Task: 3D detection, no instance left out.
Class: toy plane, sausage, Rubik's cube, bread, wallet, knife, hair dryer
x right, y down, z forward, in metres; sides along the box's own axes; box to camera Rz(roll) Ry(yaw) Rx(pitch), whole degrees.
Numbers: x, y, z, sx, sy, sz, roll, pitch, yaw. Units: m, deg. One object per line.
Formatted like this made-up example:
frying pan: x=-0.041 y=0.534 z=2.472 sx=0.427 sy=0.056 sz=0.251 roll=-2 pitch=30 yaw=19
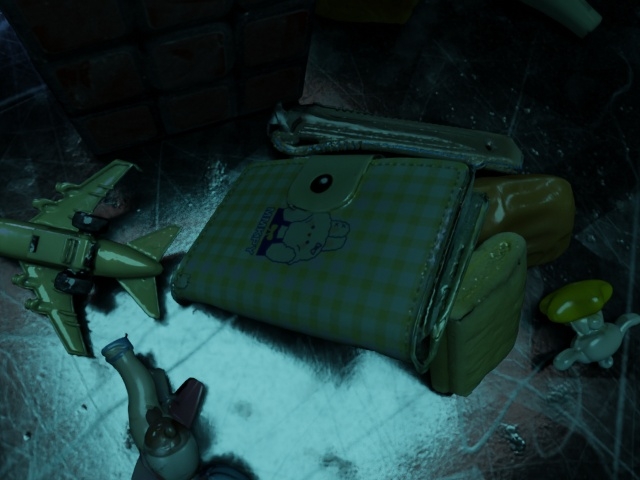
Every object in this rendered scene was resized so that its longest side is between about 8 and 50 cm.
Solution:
toy plane: x=-0.289 y=0.010 z=0.576 sx=0.244 sy=0.092 sz=0.228 roll=13 pitch=85 yaw=-7
sausage: x=0.207 y=-0.015 z=0.634 sx=0.241 sy=0.136 sz=0.120 roll=-11 pitch=67 yaw=-16
Rubik's cube: x=-0.194 y=-0.325 z=0.582 sx=0.304 sy=0.305 sz=0.301 roll=-19 pitch=77 yaw=-15
bread: x=0.068 y=-0.402 z=0.729 sx=0.158 sy=0.143 sz=0.149 roll=8 pitch=77 yaw=-5
wallet: x=0.000 y=0.000 z=0.551 sx=0.310 sy=0.077 sz=0.223 roll=10 pitch=66 yaw=33
bread: x=0.176 y=0.089 z=0.569 sx=0.139 sy=0.178 sz=0.060 roll=-38 pitch=50 yaw=-16
knife: x=0.107 y=-0.134 z=0.704 sx=0.365 sy=0.043 sz=0.089 roll=6 pitch=72 yaw=-8
hair dryer: x=0.381 y=-0.428 z=0.830 sx=0.225 sy=0.088 sz=0.219 roll=-34 pitch=86 yaw=-32

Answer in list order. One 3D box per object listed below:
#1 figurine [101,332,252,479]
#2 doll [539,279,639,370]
figurine: x=-0.135 y=0.204 z=0.503 sx=0.103 sy=0.205 sz=0.260 roll=-22 pitch=72 yaw=-39
doll: x=0.352 y=0.106 z=0.651 sx=0.135 sy=0.071 sz=0.113 roll=0 pitch=80 yaw=-13
